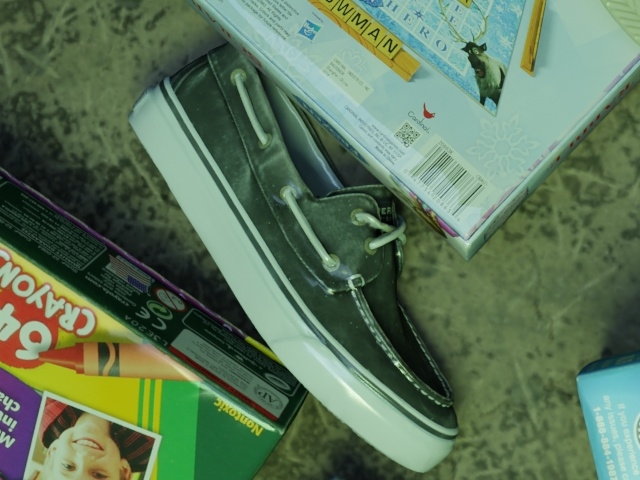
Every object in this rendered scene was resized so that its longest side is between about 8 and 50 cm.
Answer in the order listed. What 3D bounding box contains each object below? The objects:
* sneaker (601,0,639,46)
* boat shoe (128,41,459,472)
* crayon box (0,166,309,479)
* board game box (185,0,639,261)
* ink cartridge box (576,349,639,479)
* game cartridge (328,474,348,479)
[{"bbox_3d":[0.296,-0.155,1.142,0.350,0.131,0.148,46,64,-18],"label":"sneaker"},{"bbox_3d":[0.000,0.000,1.250,0.119,0.121,0.335,-40,78,13],"label":"boat shoe"},{"bbox_3d":[-0.242,0.128,1.246,0.363,0.106,0.313,34,110,1],"label":"crayon box"},{"bbox_3d":[0.092,-0.208,1.232,0.318,0.066,0.318,44,86,11],"label":"board game box"},{"bbox_3d":[0.318,0.143,1.133,0.270,0.197,0.198,-14,86,12],"label":"ink cartridge box"},{"bbox_3d":[0.010,0.329,1.247,0.196,0.060,0.294,34,95,-3],"label":"game cartridge"}]
